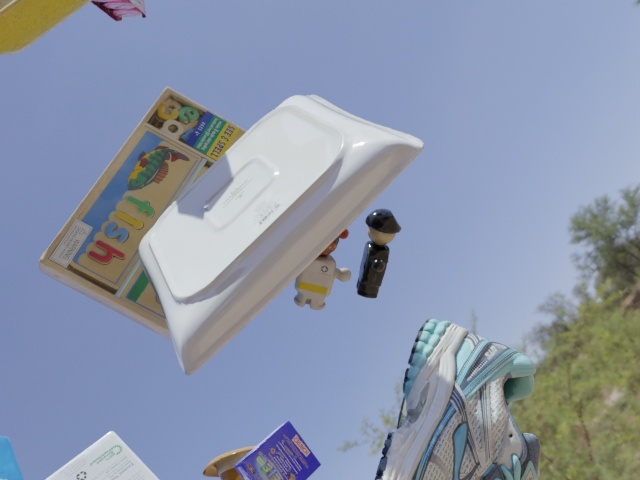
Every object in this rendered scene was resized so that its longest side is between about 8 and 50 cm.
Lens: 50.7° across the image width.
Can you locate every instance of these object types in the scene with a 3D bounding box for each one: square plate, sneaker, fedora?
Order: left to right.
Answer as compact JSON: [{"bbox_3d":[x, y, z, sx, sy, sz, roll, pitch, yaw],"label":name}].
[{"bbox_3d":[-0.145,0.485,1.391,0.194,0.079,0.194,-12,-32,-8],"label":"fedora"},{"bbox_3d":[-0.085,-0.047,0.830,0.347,0.344,0.049,-44,-60,-2],"label":"square plate"},{"bbox_3d":[0.109,0.182,0.526,0.110,0.122,0.283,85,-159,-47],"label":"sneaker"}]

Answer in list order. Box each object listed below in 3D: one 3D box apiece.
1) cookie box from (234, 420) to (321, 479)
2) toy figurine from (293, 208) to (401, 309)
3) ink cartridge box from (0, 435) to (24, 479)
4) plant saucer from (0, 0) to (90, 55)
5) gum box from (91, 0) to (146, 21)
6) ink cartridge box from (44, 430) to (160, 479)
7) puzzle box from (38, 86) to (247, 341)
[{"bbox_3d":[-0.067,0.358,1.075,0.107,0.092,0.040,-34,-5,-36],"label":"cookie box"},{"bbox_3d":[0.000,0.000,1.100,0.209,0.213,0.148,-7,-62,-42],"label":"toy figurine"},{"bbox_3d":[-0.400,0.435,0.674,0.166,0.395,0.285,25,-76,-49],"label":"ink cartridge box"},{"bbox_3d":[-0.342,-0.368,0.816,0.333,0.333,0.081,-41,-33,-11],"label":"plant saucer"},{"bbox_3d":[-0.350,-0.446,1.148,0.062,0.107,0.188,-8,7,-1],"label":"gum box"},{"bbox_3d":[-0.354,0.499,1.019,0.324,0.330,0.071,-34,-37,-34],"label":"ink cartridge box"},{"bbox_3d":[-0.250,-0.051,1.173,0.409,0.272,0.052,-64,7,-29],"label":"puzzle box"}]
